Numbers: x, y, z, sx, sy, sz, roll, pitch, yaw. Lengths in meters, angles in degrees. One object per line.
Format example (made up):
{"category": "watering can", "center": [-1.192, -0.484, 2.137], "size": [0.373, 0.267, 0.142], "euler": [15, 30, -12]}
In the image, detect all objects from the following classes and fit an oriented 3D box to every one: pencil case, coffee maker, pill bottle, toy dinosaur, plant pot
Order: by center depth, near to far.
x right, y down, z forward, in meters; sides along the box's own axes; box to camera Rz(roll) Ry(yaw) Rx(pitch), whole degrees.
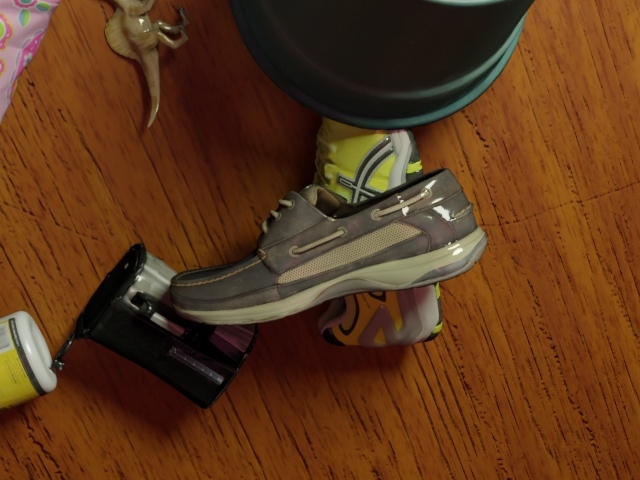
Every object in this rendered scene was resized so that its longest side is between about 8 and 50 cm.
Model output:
{"category": "plant pot", "center": [0.091, -0.309, 1.357], "size": [0.341, 0.334, 0.341], "euler": [1, 83, -9]}
{"category": "pencil case", "center": [-0.382, -0.165, 1.479], "size": [0.124, 0.124, 0.284], "euler": [21, 104, -17]}
{"category": "toy dinosaur", "center": [-0.193, -0.228, 1.545], "size": [0.093, 0.053, 0.183], "euler": [-21, 104, 12]}
{"category": "pill bottle", "center": [-0.407, 0.159, 1.593], "size": [0.184, 0.103, 0.103], "euler": [-22, 111, -3]}
{"category": "coffee maker", "center": [-0.189, 0.115, 1.629], "size": [0.178, 0.120, 0.171], "euler": [36, 122, -19]}

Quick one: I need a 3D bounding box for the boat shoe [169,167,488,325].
{"category": "boat shoe", "center": [0.000, 0.000, 1.511], "size": [0.356, 0.132, 0.130], "euler": [-13, 99, 9]}

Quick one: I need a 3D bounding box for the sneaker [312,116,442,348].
{"category": "sneaker", "center": [0.041, -0.040, 1.596], "size": [0.147, 0.145, 0.384], "euler": [-14, 109, -6]}
